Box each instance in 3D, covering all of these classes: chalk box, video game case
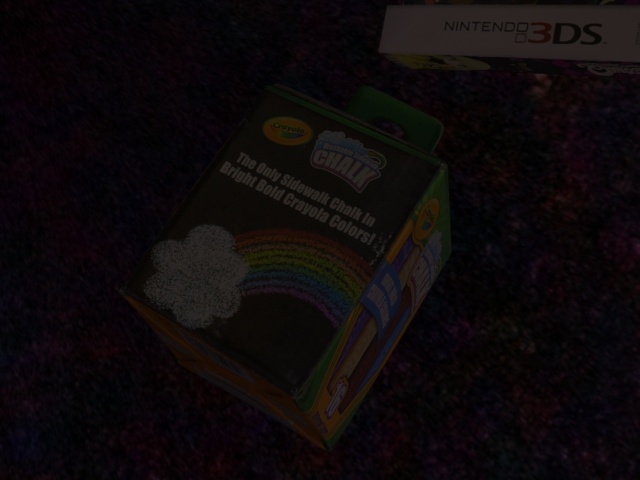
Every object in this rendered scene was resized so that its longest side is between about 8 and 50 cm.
[{"bbox_3d":[0.000,0.000,0.863,0.289,0.180,0.179,-55,159,-17],"label":"chalk box"},{"bbox_3d":[0.151,-0.217,0.607,0.042,0.210,0.232,13,88,-55],"label":"video game case"}]
